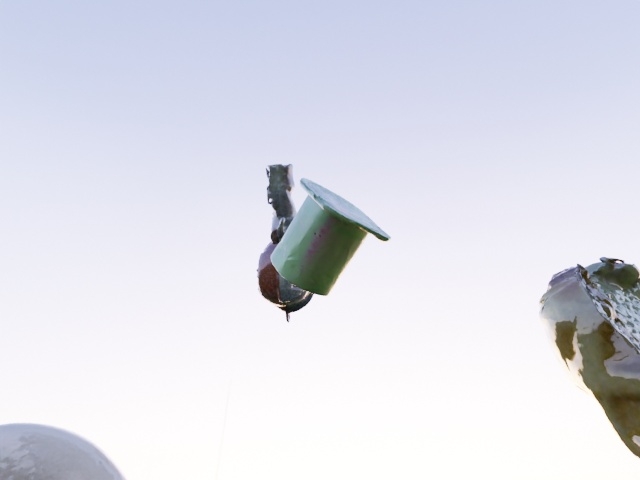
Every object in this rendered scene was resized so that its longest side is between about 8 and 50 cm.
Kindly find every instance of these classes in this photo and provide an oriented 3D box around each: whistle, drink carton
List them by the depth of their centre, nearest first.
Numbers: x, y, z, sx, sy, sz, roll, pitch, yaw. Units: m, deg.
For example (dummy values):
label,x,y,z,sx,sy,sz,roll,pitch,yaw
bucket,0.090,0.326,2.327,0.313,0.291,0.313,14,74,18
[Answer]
label,x,y,z,sx,sy,sz,roll,pitch,yaw
drink carton,0.000,0.000,0.759,0.146,0.144,0.142,22,-72,-36
whistle,-0.081,0.009,1.023,0.133,0.346,0.142,-2,6,28

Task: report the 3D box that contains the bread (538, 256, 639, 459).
label,x,y,z,sx,sy,sz,roll,pitch,yaw
bread,0.242,0.112,0.317,0.128,0.232,0.088,6,-52,-28

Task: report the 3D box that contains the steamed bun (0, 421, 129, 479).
label,x,y,z,sx,sy,sz,roll,pitch,yaw
steamed bun,-0.248,0.278,0.426,0.164,0.242,0.146,-27,-10,-32
